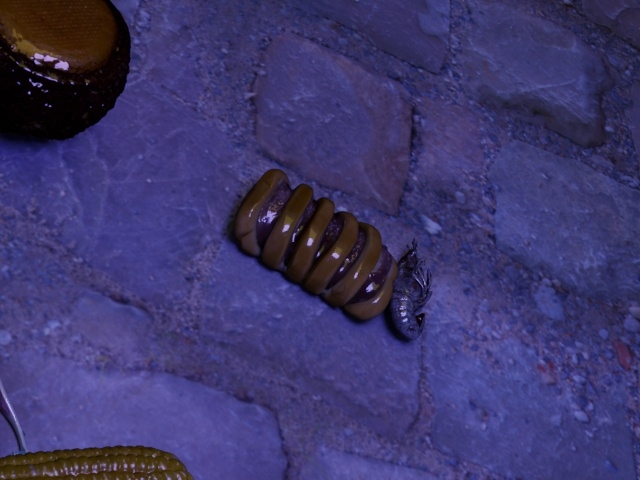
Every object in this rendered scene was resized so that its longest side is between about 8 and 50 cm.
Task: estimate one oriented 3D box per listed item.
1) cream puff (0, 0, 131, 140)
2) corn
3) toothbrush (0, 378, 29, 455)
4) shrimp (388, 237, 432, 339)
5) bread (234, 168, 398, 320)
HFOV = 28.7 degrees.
[{"bbox_3d":[-0.350,-0.224,1.503,0.239,0.165,0.239,19,47,-22],"label":"cream puff"},{"bbox_3d":[-0.283,0.266,1.184,0.345,0.131,0.131,-2,57,-33],"label":"corn"},{"bbox_3d":[-0.337,0.153,1.318,0.022,0.017,0.204,10,49,-51],"label":"toothbrush"},{"bbox_3d":[0.120,0.058,1.650,0.065,0.057,0.165,46,42,-26],"label":"shrimp"},{"bbox_3d":[0.000,0.000,1.607,0.225,0.081,0.134,30,44,-7],"label":"bread"}]
